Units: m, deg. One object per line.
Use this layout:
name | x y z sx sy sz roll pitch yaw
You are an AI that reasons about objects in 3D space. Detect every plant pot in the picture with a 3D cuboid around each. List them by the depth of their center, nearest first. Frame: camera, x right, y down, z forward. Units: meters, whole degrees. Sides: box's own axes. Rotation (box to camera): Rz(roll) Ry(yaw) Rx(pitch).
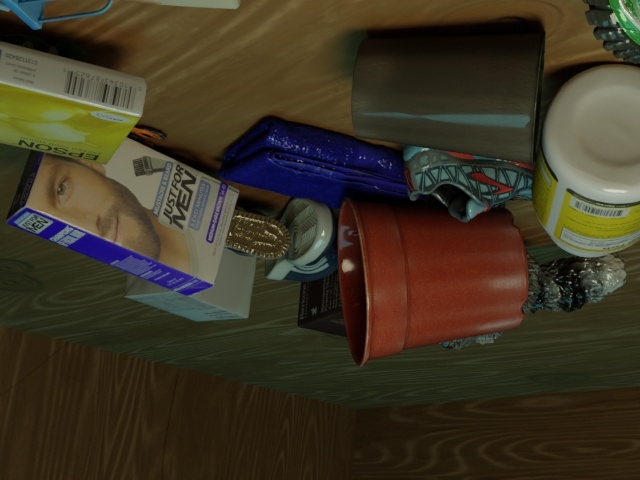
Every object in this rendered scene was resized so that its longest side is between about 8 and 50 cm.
plant pot | 0.179 0.054 1.741 0.265 0.272 0.272 -5 164 -7

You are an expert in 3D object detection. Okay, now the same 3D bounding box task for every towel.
towel | 0.009 -0.104 1.773 0.308 0.076 0.228 13 160 -23

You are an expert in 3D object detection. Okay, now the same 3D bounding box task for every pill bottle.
pill bottle | 0.392 -0.092 1.503 0.188 0.187 0.334 3 163 8

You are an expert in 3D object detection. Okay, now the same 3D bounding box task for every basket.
basket | 0.161 -0.185 1.360 0.227 0.154 0.204 6 162 12

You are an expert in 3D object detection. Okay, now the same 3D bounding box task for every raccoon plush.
raccoon plush | 0.314 0.016 1.988 0.447 0.216 0.299 -22 145 7

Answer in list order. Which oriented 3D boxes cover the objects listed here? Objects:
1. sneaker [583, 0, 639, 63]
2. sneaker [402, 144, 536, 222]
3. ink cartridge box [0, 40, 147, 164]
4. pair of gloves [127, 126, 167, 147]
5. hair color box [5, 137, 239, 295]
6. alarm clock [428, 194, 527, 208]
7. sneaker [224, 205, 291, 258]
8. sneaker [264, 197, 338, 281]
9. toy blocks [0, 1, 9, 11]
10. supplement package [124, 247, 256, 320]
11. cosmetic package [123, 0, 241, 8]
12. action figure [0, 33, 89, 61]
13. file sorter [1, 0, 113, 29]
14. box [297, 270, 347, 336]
sneaker | 0.443 -0.219 1.177 0.344 0.134 0.146 20 157 -36
sneaker | 0.240 -0.081 1.686 0.262 0.125 0.104 12 161 -19
ink cartridge box | -0.426 -0.180 1.496 0.304 0.072 0.307 11 160 -20
pair of gloves | -0.296 -0.172 1.765 0.074 0.010 0.083 16 163 -33
hair color box | -0.316 -0.057 1.771 0.339 0.185 0.110 24 155 -25
alarm clock | 0.267 -0.069 1.829 0.192 0.064 0.129 -3 160 18
sneaker | -0.197 -0.042 1.997 0.282 0.099 0.153 24 179 -10
sneaker | 0.000 0.000 2.047 0.148 0.131 0.350 3 169 -16
toy blocks | -0.464 -0.306 1.328 0.148 0.054 0.123 17 159 -32
supplement package | -0.248 0.040 2.110 0.149 0.194 0.203 -8 157 38
cosmetic package | -0.140 -0.343 0.948 0.129 0.153 0.296 4 161 3
action figure | -0.438 -0.234 1.544 0.137 0.063 0.232 13 165 -30
file sorter | -0.296 -0.319 1.131 0.105 0.118 0.170 -3 161 18
box | 0.076 0.100 2.234 0.167 0.168 0.203 13 160 -26
